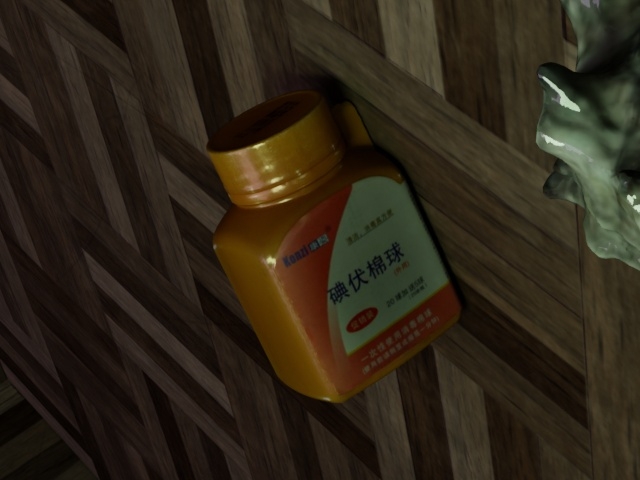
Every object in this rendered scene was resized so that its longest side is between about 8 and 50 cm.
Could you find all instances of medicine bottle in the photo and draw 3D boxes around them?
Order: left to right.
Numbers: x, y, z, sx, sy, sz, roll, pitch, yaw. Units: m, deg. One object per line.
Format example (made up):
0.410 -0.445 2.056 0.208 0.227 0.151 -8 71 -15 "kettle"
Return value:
0.000 0.000 1.421 0.112 0.149 0.222 14 134 60 "medicine bottle"

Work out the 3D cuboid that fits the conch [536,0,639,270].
0.225 -0.053 0.693 0.313 0.240 0.186 18 120 4 "conch"
